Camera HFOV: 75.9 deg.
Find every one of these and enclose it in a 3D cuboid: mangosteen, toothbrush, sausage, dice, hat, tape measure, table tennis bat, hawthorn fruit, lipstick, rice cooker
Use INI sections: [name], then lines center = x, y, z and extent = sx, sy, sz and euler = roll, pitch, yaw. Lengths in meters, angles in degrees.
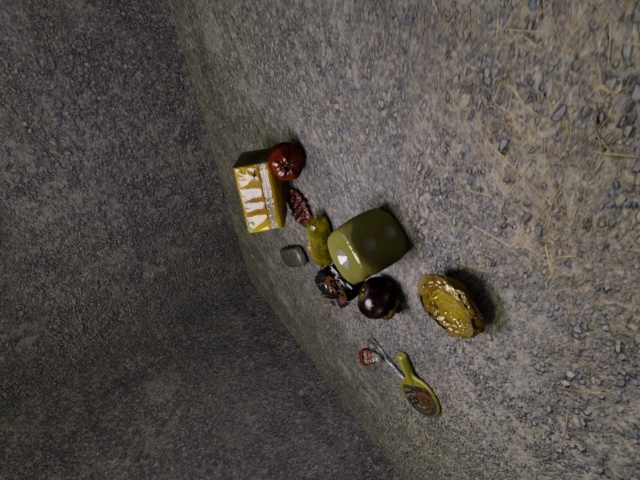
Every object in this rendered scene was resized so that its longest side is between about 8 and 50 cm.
[mangosteen]
center = 0.273, 0.267, 1.821
extent = 0.217, 0.192, 0.192
euler = 24, 160, -10
[toothbrush]
center = 0.394, 0.682, 2.203
extent = 0.413, 0.042, 0.035
euler = 46, 153, 29
[sausage]
center = 0.000, 0.000, 2.142
extent = 0.123, 0.123, 0.347
euler = 38, 148, 45
[dice]
center = 0.181, 0.023, 1.623
extent = 0.226, 0.233, 0.238
euler = 60, 158, 7
[hat]
center = 0.300, 0.674, 2.363
extent = 0.162, 0.093, 0.112
euler = -23, 105, 50
[tape measure]
center = 0.121, 0.210, 2.120
extent = 0.202, 0.135, 0.223
euler = 45, 157, 13
[table tennis bat]
center = 0.471, 0.723, 2.048
extent = 0.224, 0.054, 0.368
euler = -15, 101, 56
[hawthorn fruit]
center = -0.175, -0.392, 2.004
extent = 0.202, 0.185, 0.185
euler = -123, 17, -53
[lipstick]
center = 0.082, 0.356, 2.448
extent = 0.078, 0.077, 0.253
euler = 64, 159, -3
[rice cooker]
center = 0.051, 0.234, 2.300
extent = 0.203, 0.118, 0.142
euler = 54, 142, 25

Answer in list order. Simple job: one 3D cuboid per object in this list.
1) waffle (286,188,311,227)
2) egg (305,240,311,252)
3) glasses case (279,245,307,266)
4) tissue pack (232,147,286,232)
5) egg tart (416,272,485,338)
[waffle]
center = -0.118, -0.178, 2.287
extent = 0.221, 0.056, 0.234
euler = 39, 152, 46
[egg]
center = -0.050, 0.037, 2.356
extent = 0.080, 0.080, 0.096
euler = 56, 155, 14
[glasses case]
center = -0.183, 0.107, 2.724
extent = 0.137, 0.085, 0.355
euler = 64, 158, -9
[tissue pack]
center = -0.321, -0.278, 2.239
extent = 0.293, 0.229, 0.381
euler = -87, -9, -61
[egg tart]
center = 0.454, 0.207, 1.417
extent = 0.291, 0.107, 0.290
euler = 46, 157, 26
